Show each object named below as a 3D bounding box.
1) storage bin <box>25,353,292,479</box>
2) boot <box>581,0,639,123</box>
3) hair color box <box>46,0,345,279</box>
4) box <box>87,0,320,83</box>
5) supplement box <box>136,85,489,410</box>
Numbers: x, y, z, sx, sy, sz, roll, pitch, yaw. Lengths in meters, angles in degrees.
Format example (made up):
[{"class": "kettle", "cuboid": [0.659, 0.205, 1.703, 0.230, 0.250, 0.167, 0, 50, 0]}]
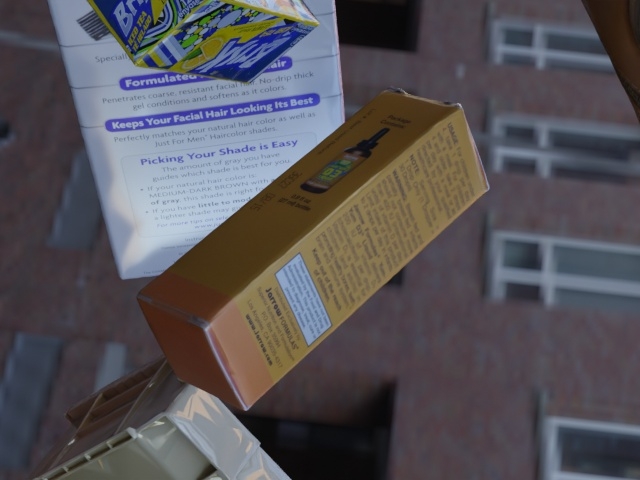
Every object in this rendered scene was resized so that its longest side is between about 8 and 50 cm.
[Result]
[{"class": "storage bin", "cuboid": [-0.091, 0.233, 1.624, 0.260, 0.262, 0.123, -31, -165, 48]}, {"class": "boot", "cuboid": [0.166, -0.083, 0.891, 0.220, 0.109, 0.283, 63, 7, 33]}, {"class": "hair color box", "cuboid": [-0.079, -0.117, 1.363, 0.339, 0.185, 0.110, 85, -2, -55]}, {"class": "box", "cuboid": [-0.061, -0.126, 1.043, 0.054, 0.059, 0.169, 54, 15, 10]}, {"class": "supplement box", "cuboid": [0.000, 0.000, 1.223, 0.233, 0.078, 0.080, -42, 127, -23]}]
